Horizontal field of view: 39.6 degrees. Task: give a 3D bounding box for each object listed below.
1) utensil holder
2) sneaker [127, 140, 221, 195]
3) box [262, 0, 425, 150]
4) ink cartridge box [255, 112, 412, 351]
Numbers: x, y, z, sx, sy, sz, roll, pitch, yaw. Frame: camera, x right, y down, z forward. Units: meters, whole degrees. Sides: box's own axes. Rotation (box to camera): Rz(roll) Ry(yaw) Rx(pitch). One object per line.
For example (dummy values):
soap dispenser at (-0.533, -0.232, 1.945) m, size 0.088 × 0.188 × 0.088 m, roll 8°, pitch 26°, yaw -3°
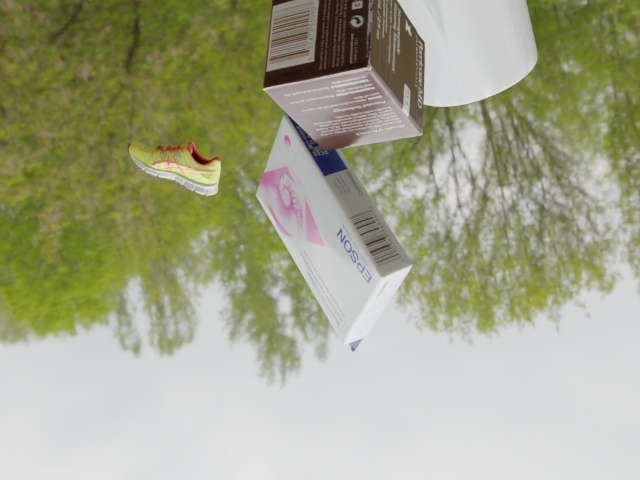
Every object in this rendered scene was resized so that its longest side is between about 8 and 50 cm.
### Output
utensil holder at (0.288, -0.538, 1.976) m, size 0.327 × 0.386 × 0.328 m, roll -17°, pitch -150°, yaw 10°
sneaker at (-0.303, -0.176, 1.879) m, size 0.208 × 0.094 × 0.081 m, roll 21°, pitch -156°, yaw -6°
box at (0.040, -0.256, 1.291) m, size 0.167 × 0.203 × 0.169 m, roll -7°, pitch -113°, yaw 26°
ink cartridge box at (0.000, 0.000, 1.498) m, size 0.071 × 0.324 × 0.330 m, roll -20°, pitch 156°, yaw -27°
